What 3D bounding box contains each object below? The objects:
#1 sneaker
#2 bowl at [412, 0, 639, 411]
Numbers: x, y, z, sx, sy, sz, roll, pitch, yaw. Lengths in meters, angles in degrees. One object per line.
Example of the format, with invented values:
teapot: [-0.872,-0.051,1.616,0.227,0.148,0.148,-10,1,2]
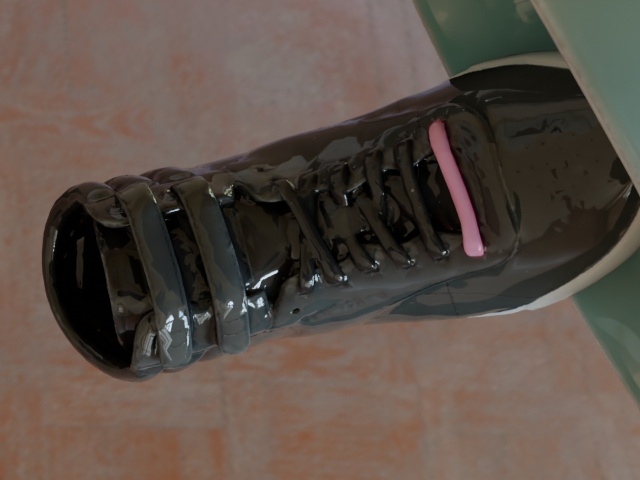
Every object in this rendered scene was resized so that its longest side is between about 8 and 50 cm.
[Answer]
sneaker: [0.000,0.000,0.659,0.147,0.295,0.105,-17,92,-45]
bowl: [0.144,-0.062,0.542,0.163,0.311,0.312,-28,88,1]
